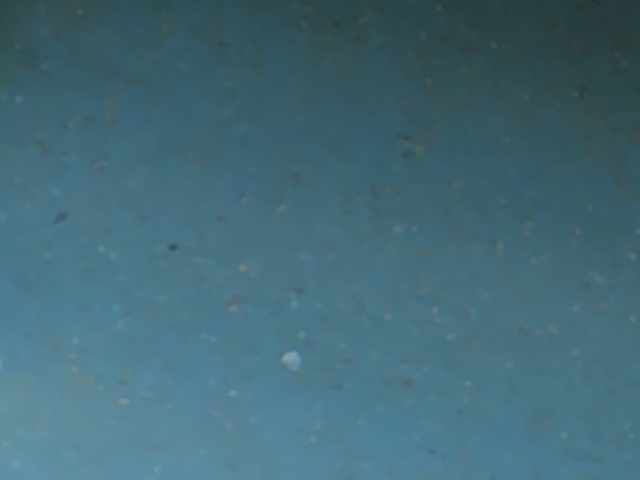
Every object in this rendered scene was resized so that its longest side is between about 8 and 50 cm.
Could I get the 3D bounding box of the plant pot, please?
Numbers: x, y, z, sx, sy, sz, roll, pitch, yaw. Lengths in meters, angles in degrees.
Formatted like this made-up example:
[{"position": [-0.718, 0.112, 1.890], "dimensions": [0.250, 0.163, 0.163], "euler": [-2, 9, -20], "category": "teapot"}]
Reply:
[{"position": [0.000, 0.000, 0.495], "dimensions": [0.334, 0.341, 0.341], "euler": [14, 133, -1], "category": "plant pot"}]
